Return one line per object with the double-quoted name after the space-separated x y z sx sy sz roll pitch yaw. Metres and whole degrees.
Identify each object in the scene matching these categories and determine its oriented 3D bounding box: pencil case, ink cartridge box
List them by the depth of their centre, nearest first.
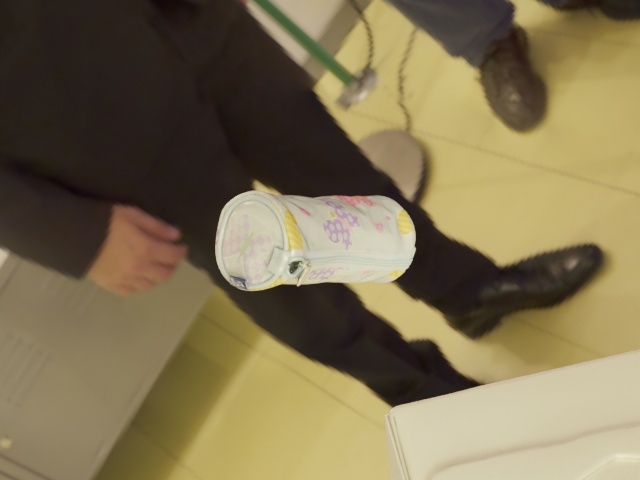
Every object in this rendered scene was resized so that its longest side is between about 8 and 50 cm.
0.155 0.211 0.685 0.198 0.270 0.197 -12 54 -3 "ink cartridge box"
0.000 0.000 1.539 0.124 0.273 0.114 14 99 35 "pencil case"
